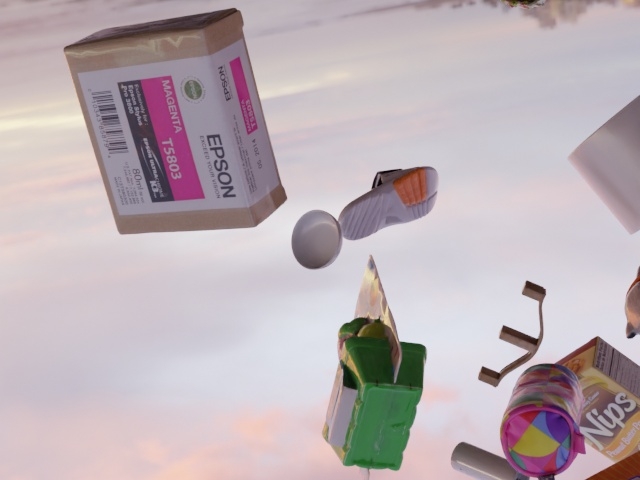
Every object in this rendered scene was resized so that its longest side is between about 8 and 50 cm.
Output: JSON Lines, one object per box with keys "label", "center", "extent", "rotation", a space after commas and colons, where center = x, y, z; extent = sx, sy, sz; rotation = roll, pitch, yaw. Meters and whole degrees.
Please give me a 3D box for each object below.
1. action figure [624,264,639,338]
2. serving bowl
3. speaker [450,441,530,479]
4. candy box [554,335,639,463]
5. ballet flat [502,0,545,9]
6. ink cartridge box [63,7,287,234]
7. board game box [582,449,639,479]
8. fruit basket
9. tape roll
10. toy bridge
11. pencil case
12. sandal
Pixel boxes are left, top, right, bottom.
{"label": "action figure", "center": [0.517, 0.120, 1.372], "extent": [0.330, 0.341, 0.178], "rotation": [8, 152, -33]}
{"label": "serving bowl", "center": [0.000, 0.000, 1.470], "extent": [0.083, 0.083, 0.027], "rotation": [-2, 173, 39]}
{"label": "speaker", "center": [0.296, 0.398, 1.866], "extent": [0.055, 0.055, 0.136], "rotation": [-20, -156, -40]}
{"label": "candy box", "center": [0.586, 0.334, 2.071], "extent": [0.183, 0.316, 0.088], "rotation": [-44, -164, 44]}
{"label": "ballet flat", "center": [0.134, -0.293, 1.057], "extent": [0.240, 0.091, 0.077], "rotation": [14, -132, -16]}
{"label": "ink cartridge box", "center": [-0.164, -0.129, 1.218], "extent": [0.193, 0.235, 0.088], "rotation": [-3, -158, 27]}
{"label": "board game box", "center": [0.559, 0.503, 1.435], "extent": [0.356, 0.356, 0.356], "rotation": [-29, -151, 4]}
{"label": "fruit basket", "center": [0.076, 0.246, 1.996], "extent": [0.165, 0.327, 0.353], "rotation": [4, -152, -16]}
{"label": "tape roll", "center": [0.550, -0.148, 1.750], "extent": [0.246, 0.169, 0.246], "rotation": [-38, 173, -5]}
{"label": "toy bridge", "center": [0.306, 0.153, 1.650], "extent": [0.063, 0.188, 0.026], "rotation": [22, -154, 1]}
{"label": "pencil case", "center": [0.286, 0.226, 1.360], "extent": [0.104, 0.105, 0.236], "rotation": [-8, -173, 14]}
{"label": "sandal", "center": [0.107, -0.076, 1.883], "extent": [0.265, 0.102, 0.076], "rotation": [-20, -146, -41]}
